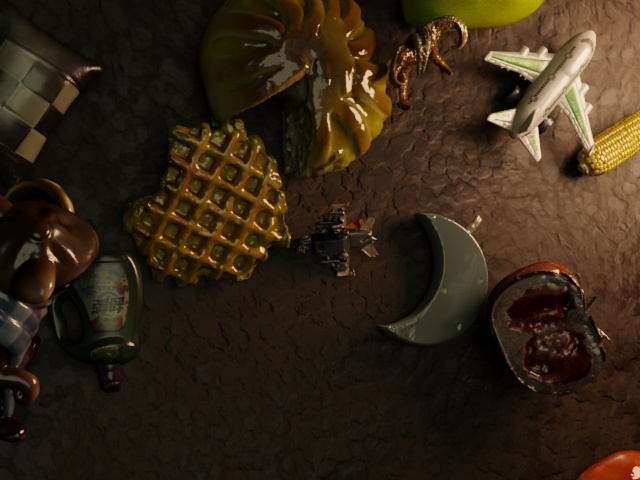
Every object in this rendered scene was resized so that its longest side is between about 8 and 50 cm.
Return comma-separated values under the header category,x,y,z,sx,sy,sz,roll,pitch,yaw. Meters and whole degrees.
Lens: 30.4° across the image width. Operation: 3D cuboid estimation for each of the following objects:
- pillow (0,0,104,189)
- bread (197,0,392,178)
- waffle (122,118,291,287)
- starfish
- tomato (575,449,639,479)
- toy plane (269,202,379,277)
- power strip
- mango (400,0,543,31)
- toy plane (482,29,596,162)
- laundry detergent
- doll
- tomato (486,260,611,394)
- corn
category,x,y,z,sx,sy,sz,roll,pitch,yaw
pillow,-0.473,-0.218,1.791,0.186,0.106,0.250,36,83,-14
bread,-0.030,-0.273,1.889,0.333,0.160,0.333,1,86,-18
waffle,-0.181,-0.052,1.851,0.291,0.051,0.291,-5,109,-15
starfish,0.160,-0.289,1.931,0.074,0.146,0.190,44,52,11
tomato,0.548,0.483,2.038,0.237,0.095,0.236,1,87,-16
toy plane,0.002,0.005,1.932,0.188,0.062,0.135,-9,115,-13
power strip,0.203,0.064,1.989,0.168,0.054,0.253,24,81,-15
mango,0.268,-0.451,1.982,0.273,0.149,0.185,-10,113,-12
toy plane,0.394,-0.266,2.037,0.251,0.101,0.255,40,74,-10
laundry detergent,-0.346,0.126,1.824,0.144,0.078,0.221,-1,90,-5
doll,-0.448,0.093,1.700,0.209,0.318,0.339,3,124,-49
tomato,0.375,0.136,1.978,0.181,0.155,0.214,-18,99,6
corn,0.537,-0.177,2.089,0.206,0.067,0.067,-32,95,-17
